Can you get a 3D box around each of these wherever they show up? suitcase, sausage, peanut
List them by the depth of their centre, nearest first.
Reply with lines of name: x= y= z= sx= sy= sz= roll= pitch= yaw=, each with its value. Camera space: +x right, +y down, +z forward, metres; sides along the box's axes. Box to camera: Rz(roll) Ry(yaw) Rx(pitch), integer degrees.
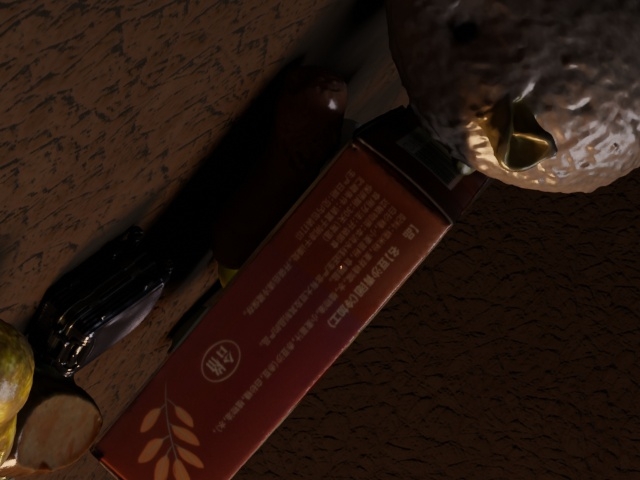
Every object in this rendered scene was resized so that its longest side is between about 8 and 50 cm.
peanut: x=-0.266 y=0.124 z=1.287 sx=0.087 sy=0.087 sz=0.207 roll=-42 pitch=168 yaw=-37
suitcase: x=-0.189 y=0.055 z=1.469 sx=0.126 sy=0.059 sz=0.086 roll=-38 pitch=167 yaw=-42
sausage: x=-0.041 y=-0.064 z=1.632 sx=0.078 sy=0.078 sz=0.304 roll=-43 pitch=172 yaw=-33

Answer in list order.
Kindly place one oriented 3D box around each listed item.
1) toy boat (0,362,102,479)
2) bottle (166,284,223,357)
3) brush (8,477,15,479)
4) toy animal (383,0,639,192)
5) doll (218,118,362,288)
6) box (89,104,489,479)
toy boat: x=-0.251 y=0.157 z=1.515 sx=0.293 sy=0.099 sz=0.109 roll=17 pitch=89 yaw=-81
bottle: x=-0.082 y=0.067 z=2.059 sx=0.254 sy=0.079 sz=0.096 roll=-46 pitch=-158 yaw=-20
brush: x=-0.407 y=0.339 z=1.733 sx=0.321 sy=0.050 sz=0.060 roll=-39 pitch=165 yaw=-53
toy animal: x=0.216 y=-0.156 z=1.607 sx=0.188 sy=0.358 sz=0.227 roll=169 pitch=-72 yaw=-70
doll: x=0.000 y=0.000 z=1.947 sx=0.237 sy=0.111 sz=0.252 roll=-37 pitch=139 yaw=5
box: x=-0.016 y=0.060 z=1.663 sx=0.385 sy=0.122 sz=0.344 roll=-50 pitch=177 yaw=14
